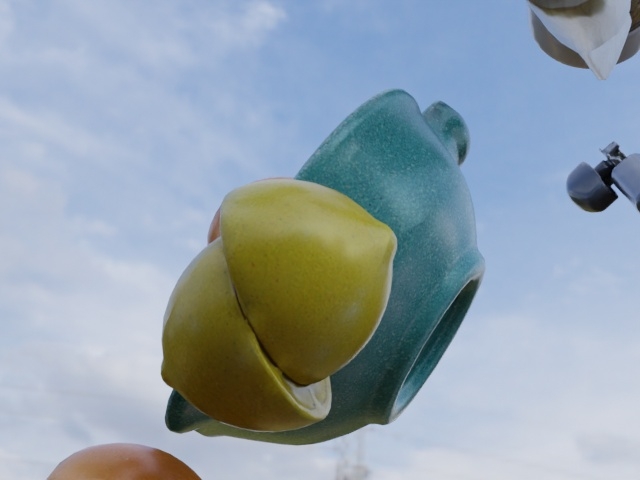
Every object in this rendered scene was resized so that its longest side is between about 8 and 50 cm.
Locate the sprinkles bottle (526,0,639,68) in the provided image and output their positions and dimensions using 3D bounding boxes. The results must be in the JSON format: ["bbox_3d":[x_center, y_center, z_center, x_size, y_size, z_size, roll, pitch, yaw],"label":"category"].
[{"bbox_3d":[0.238,-0.291,1.130,0.121,0.121,0.355,1,-28,8],"label":"sprinkles bottle"}]

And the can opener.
[{"bbox_3d":[0.336,-0.046,1.444,0.074,0.093,0.280,44,7,-9],"label":"can opener"}]

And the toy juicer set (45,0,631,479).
[{"bbox_3d":[0.000,0.000,0.420,0.089,0.329,0.209,32,-12,14],"label":"toy juicer set"}]
